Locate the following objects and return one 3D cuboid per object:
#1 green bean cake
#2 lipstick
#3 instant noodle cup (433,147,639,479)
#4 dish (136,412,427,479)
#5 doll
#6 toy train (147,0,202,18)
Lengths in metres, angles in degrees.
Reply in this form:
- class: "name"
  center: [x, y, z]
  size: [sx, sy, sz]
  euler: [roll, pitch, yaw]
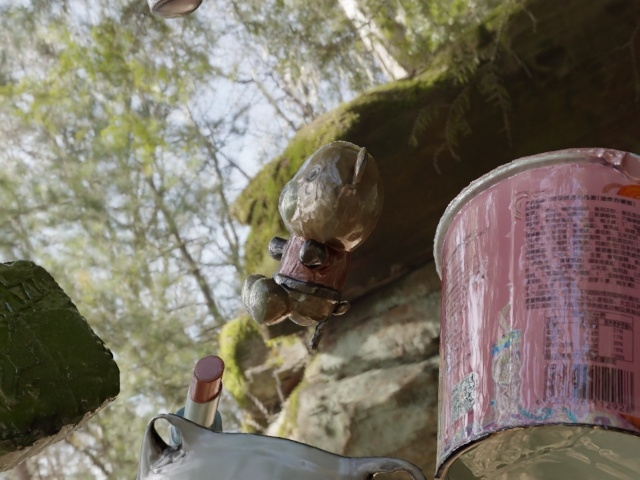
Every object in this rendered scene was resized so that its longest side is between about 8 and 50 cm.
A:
- class: "green bean cake"
  center: [-0.351, 0.138, 0.882]
  size: [0.113, 0.214, 0.200]
  euler: [-43, -9, 29]
- class: "lipstick"
  center: [-0.157, 0.233, 1.029]
  size: [0.068, 0.061, 0.274]
  euler: [3, -42, -13]
- class: "instant noodle cup"
  center: [0.195, 0.093, 0.605]
  size: [0.243, 0.231, 0.243]
  euler: [8, -43, 8]
- class: "dish"
  center: [-0.042, 0.275, 0.557]
  size: [0.303, 0.303, 0.120]
  euler: [-37, 9, 30]
- class: "doll"
  center: [0.000, 0.000, 1.300]
  size: [0.174, 0.330, 0.235]
  euler: [22, -1, -6]
- class: "toy train"
  center: [-0.122, -0.347, 0.692]
  size: [0.202, 0.299, 0.131]
  euler: [-20, -1, -13]
